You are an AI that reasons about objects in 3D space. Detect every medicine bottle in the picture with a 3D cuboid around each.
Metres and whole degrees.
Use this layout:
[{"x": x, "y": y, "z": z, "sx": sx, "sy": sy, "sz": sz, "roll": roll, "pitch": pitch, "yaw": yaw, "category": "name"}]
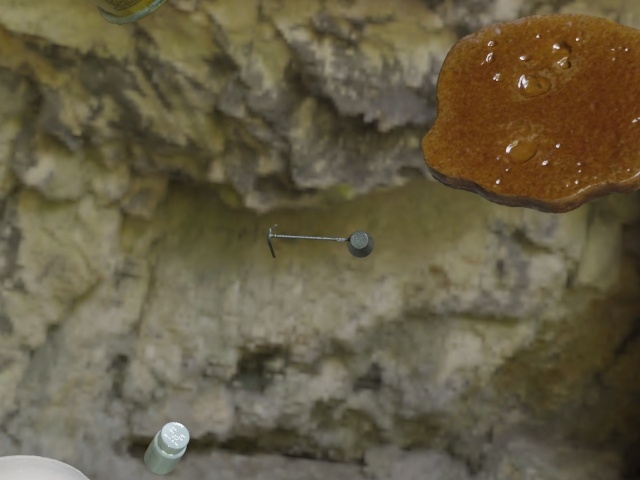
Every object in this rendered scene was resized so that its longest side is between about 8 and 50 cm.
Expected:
[{"x": -0.213, "y": 0.289, "z": 1.798, "sx": 0.047, "sy": 0.047, "sz": 0.083, "roll": 12, "pitch": -39, "yaw": -18, "category": "medicine bottle"}]

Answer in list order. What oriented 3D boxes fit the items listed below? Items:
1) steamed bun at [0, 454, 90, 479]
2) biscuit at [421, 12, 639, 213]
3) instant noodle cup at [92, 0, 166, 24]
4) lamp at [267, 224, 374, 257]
[{"x": -0.399, "y": 0.430, "z": 1.691, "sx": 0.283, "sy": 0.283, "sz": 0.177, "roll": 15, "pitch": 27, "yaw": -28, "category": "steamed bun"}, {"x": 0.260, "y": -0.147, "z": 1.465, "sx": 0.273, "sy": 0.257, "sz": 0.049, "roll": 7, "pitch": -25, "yaw": 22, "category": "biscuit"}, {"x": -0.181, "y": -0.286, "z": 1.036, "sx": 0.144, "sy": 0.182, "sz": 0.182, "roll": 28, "pitch": -24, "yaw": -38, "category": "instant noodle cup"}, {"x": 0.001, "y": 0.000, "z": 1.490, "sx": 0.121, "sy": 0.041, "sz": 0.054, "roll": 1, "pitch": -7, "yaw": 3, "category": "lamp"}]
